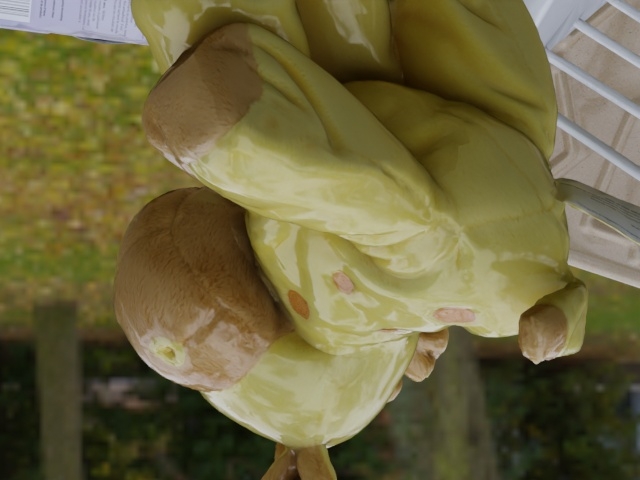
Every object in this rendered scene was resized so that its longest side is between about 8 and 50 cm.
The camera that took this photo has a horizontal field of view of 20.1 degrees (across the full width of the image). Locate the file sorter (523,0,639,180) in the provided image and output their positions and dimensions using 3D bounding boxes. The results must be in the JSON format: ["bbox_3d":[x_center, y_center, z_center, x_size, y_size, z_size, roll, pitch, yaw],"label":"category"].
[{"bbox_3d":[0.248,-0.164,1.084,0.173,0.193,0.277,35,-146,11],"label":"file sorter"}]

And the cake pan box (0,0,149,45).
[{"bbox_3d":[-0.189,-0.307,1.699,0.245,0.267,0.070,6,-152,-6],"label":"cake pan box"}]

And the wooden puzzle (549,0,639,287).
[{"bbox_3d":[0.238,-0.138,1.452,0.347,0.322,0.080,17,-166,-16],"label":"wooden puzzle"}]

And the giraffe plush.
[{"bbox_3d":[0.000,0.000,0.643,0.210,0.181,0.170,39,128,-5],"label":"giraffe plush"}]
